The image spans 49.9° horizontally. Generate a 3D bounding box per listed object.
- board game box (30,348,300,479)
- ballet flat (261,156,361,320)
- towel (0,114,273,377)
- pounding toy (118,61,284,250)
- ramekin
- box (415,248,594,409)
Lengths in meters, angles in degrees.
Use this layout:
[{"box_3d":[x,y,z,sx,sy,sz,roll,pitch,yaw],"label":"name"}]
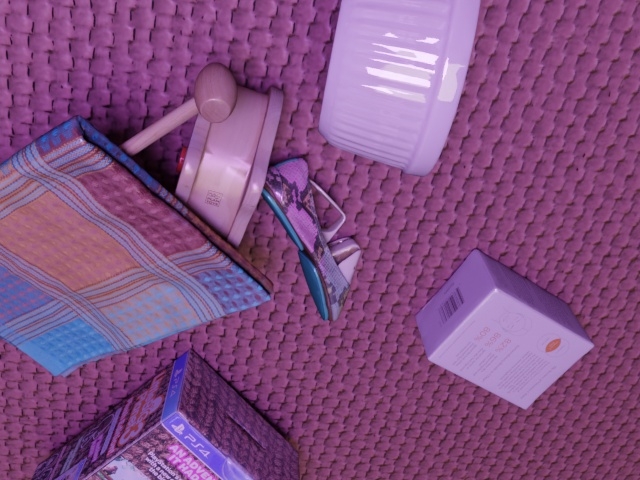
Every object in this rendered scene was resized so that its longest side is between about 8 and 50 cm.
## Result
[{"box_3d":[-0.209,0.333,0.914,0.291,0.141,0.232,-37,111,10],"label":"board game box"},{"box_3d":[0.000,0.000,0.807,0.079,0.077,0.222,-30,121,-10],"label":"ballet flat"},{"box_3d":[-0.268,0.036,0.724,0.370,0.040,0.271,-21,132,32],"label":"towel"},{"box_3d":[-0.132,-0.093,0.698,0.154,0.154,0.269,16,138,-13],"label":"pounding toy"},{"box_3d":[0.065,-0.170,0.630,0.109,0.207,0.207,11,120,-2],"label":"ramekin"},{"box_3d":[0.231,0.115,0.881,0.170,0.091,0.130,29,114,-21],"label":"box"}]
